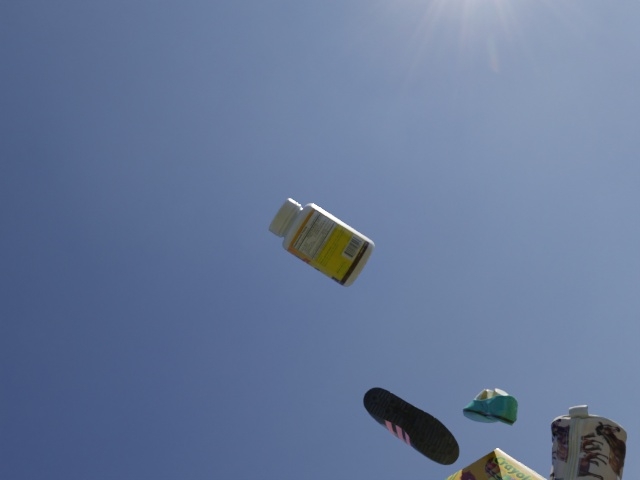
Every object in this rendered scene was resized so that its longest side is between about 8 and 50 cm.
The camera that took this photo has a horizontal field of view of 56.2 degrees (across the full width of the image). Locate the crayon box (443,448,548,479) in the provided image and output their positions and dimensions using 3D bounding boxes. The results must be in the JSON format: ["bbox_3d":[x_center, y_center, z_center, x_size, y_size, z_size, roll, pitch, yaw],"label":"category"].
[{"bbox_3d":[0.414,0.620,1.436,0.319,0.202,0.081,-21,-75,-20],"label":"crayon box"}]

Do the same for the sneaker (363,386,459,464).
[{"bbox_3d":[0.275,0.554,1.785,0.112,0.319,0.131,-49,-29,-15],"label":"sneaker"}]

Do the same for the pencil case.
[{"bbox_3d":[0.555,0.577,1.287,0.183,0.160,0.410,51,-130,-41],"label":"pencil case"}]

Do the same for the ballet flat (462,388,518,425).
[{"bbox_3d":[0.456,0.438,1.588,0.083,0.247,0.087,24,-107,-3],"label":"ballet flat"}]

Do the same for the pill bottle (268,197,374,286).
[{"bbox_3d":[0.000,0.000,1.290,0.215,0.117,0.117,32,-84,1],"label":"pill bottle"}]
